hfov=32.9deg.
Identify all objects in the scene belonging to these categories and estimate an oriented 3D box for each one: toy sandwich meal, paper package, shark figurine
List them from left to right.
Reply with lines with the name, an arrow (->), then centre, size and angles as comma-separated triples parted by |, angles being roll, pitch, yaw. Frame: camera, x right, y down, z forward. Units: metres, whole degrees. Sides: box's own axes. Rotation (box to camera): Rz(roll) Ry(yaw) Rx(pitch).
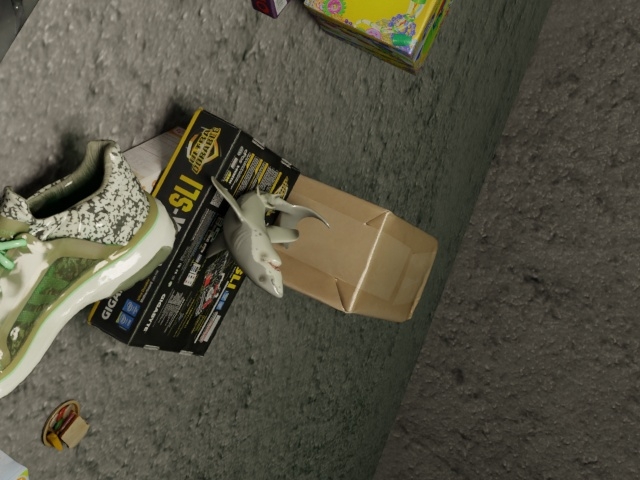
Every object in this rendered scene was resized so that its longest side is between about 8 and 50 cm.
toy sandwich meal -> -0.377, 0.277, 1.609 | 0.085, 0.029, 0.086 | -50, 156, -31
shark figurine -> -0.099, -0.013, 1.454 | 0.116, 0.166, 0.278 | -42, -174, 20
paper package -> 0.000, 0.000, 1.771 | 0.168, 0.309, 0.325 | -67, 160, 1

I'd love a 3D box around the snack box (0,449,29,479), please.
snack box -> -0.451, 0.392, 1.391 | 0.174, 0.070, 0.207 | -43, 153, -41

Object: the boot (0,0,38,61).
boot -> -0.381, -0.260, 0.797 | 0.367, 0.146, 0.445 | -50, 161, -27

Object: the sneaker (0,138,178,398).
sneaker -> -0.350, 0.024, 1.211 | 0.410, 0.158, 0.182 | -44, 139, -30

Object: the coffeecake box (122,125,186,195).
coffeecake box -> -0.235, -0.056, 1.481 | 0.185, 0.068, 0.142 | -36, 147, -50

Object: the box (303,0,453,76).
box -> 0.128, -0.432, 1.653 | 0.290, 0.177, 0.279 | -64, 175, 5

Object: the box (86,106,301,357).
box -> -0.167, 0.001, 1.511 | 0.322, 0.079, 0.257 | -62, 162, 0

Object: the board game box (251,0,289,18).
board game box -> -0.044, -0.484, 1.443 | 0.208, 0.056, 0.347 | -50, 157, -20
